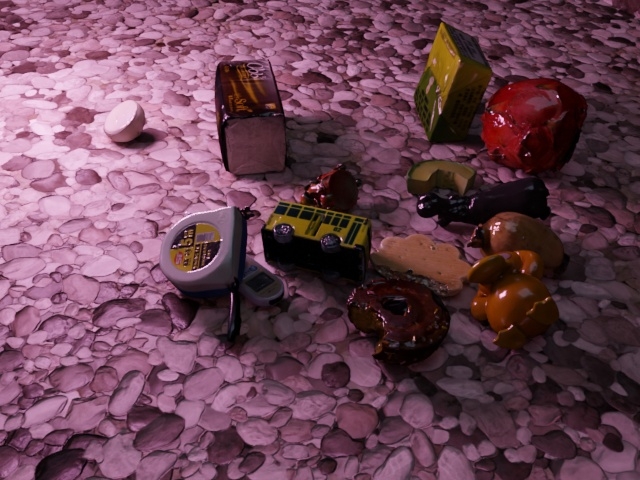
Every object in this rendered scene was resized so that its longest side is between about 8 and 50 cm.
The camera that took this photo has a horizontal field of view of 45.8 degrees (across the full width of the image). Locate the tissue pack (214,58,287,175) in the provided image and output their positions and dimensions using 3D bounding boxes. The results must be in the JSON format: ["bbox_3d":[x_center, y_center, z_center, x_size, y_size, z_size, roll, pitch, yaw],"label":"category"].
[{"bbox_3d":[-0.217,-0.378,2.282,0.198,0.210,0.370,-8,41,-5],"label":"tissue pack"}]

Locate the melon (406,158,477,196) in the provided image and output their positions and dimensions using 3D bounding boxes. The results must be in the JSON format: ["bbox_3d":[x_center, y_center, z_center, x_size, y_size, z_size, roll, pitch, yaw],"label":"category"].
[{"bbox_3d":[0.346,-0.178,2.183,0.209,0.064,0.118,5,37,-1],"label":"melon"}]

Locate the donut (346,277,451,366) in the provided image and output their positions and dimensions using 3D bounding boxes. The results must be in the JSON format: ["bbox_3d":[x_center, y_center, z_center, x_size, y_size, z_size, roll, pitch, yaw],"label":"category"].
[{"bbox_3d":[0.173,0.181,1.687,0.216,0.096,0.230,-25,46,-35],"label":"donut"}]

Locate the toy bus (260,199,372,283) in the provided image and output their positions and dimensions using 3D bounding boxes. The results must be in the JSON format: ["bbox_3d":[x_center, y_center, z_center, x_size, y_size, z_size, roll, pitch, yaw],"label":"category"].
[{"bbox_3d":[0.000,0.000,1.858,0.262,0.128,0.150,12,46,15],"label":"toy bus"}]

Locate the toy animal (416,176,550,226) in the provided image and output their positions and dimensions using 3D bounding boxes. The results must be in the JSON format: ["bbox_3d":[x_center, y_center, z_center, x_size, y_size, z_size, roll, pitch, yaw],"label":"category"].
[{"bbox_3d":[0.430,-0.086,1.990,0.343,0.168,0.106,-7,70,13],"label":"toy animal"}]

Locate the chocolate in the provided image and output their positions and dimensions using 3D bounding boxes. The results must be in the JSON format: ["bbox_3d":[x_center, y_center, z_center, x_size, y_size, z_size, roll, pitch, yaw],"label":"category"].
[{"bbox_3d":[0.419,-0.498,2.420,0.137,0.289,0.301,8,37,-12],"label":"chocolate"}]

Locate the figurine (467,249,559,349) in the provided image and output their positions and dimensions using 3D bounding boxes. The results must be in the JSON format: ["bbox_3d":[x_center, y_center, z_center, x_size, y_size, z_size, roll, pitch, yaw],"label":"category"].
[{"bbox_3d":[0.438,0.125,1.734,0.215,0.215,0.228,-17,60,-24],"label":"figurine"}]

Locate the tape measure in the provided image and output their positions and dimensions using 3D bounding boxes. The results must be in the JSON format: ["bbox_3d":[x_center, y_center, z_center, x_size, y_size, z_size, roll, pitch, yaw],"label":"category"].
[{"bbox_3d":[-0.266,0.090,1.748,0.215,0.098,0.351,-8,57,16],"label":"tape measure"}]

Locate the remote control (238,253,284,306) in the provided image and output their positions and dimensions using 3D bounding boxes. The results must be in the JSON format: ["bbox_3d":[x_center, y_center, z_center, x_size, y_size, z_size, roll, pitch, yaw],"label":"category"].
[{"bbox_3d":[-0.181,0.084,1.820,0.087,0.047,0.244,-30,48,-32],"label":"remote control"}]

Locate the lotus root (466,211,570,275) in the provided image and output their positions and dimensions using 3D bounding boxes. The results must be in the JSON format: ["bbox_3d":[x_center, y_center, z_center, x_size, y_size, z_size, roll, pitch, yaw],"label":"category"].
[{"bbox_3d":[0.492,0.010,1.890,0.257,0.154,0.140,21,62,-5],"label":"lotus root"}]

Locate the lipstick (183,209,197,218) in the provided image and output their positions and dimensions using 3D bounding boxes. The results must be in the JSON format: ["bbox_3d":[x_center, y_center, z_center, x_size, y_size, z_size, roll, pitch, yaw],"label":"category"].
[{"bbox_3d":[-0.291,-0.040,1.973,0.141,0.040,0.040,21,41,21],"label":"lipstick"}]

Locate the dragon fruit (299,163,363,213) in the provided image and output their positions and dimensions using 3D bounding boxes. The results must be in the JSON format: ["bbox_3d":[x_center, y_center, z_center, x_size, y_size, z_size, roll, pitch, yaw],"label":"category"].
[{"bbox_3d":[0.024,-0.138,2.061,0.175,0.142,0.138,-9,71,16],"label":"dragon fruit"}]

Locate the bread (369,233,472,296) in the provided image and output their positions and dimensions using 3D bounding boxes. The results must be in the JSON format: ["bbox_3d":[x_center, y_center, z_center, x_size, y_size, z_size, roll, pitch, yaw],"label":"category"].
[{"bbox_3d":[0.259,0.056,1.896,0.251,0.039,0.182,20,40,21],"label":"bread"}]

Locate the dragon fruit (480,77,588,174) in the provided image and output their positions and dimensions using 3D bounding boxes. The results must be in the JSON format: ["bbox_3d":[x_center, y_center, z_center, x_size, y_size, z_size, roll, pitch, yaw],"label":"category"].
[{"bbox_3d":[0.630,-0.334,2.232,0.301,0.295,0.295,2,36,24],"label":"dragon fruit"}]

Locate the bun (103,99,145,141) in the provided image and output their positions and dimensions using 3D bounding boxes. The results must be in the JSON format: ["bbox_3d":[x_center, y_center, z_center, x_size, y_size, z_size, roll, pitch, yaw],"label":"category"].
[{"bbox_3d":[-0.583,-0.351,2.307,0.138,0.094,0.138,-17,53,25],"label":"bun"}]
